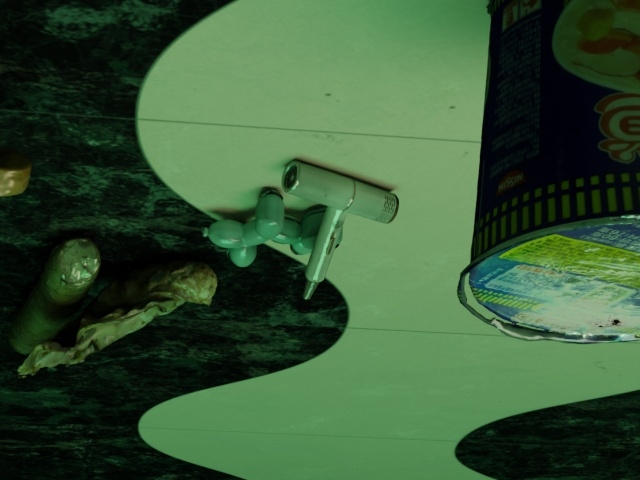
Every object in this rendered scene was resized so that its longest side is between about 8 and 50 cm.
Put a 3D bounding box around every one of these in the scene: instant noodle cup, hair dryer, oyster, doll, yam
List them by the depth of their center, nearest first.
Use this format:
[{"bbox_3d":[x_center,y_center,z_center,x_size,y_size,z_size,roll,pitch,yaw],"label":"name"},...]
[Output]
[{"bbox_3d":[0.258,-0.098,1.223,0.284,0.312,0.284,0,155,0],"label":"instant noodle cup"},{"bbox_3d":[-0.007,-0.001,1.687,0.155,0.044,0.183,18,112,-30],"label":"hair dryer"},{"bbox_3d":[-0.069,-0.010,1.761,0.159,0.059,0.158,10,155,-25],"label":"doll"},{"bbox_3d":[-0.296,0.105,1.903,0.294,0.094,0.166,-24,180,-24],"label":"oyster"},{"bbox_3d":[-0.389,0.086,1.974,0.083,0.083,0.371,9,158,-19],"label":"yam"}]

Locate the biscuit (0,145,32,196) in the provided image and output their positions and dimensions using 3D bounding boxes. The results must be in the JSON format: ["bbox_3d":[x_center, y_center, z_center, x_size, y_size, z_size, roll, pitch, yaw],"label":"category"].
[{"bbox_3d":[-0.435,-0.078,1.370,0.275,0.052,0.355,6,-162,-8],"label":"biscuit"}]
